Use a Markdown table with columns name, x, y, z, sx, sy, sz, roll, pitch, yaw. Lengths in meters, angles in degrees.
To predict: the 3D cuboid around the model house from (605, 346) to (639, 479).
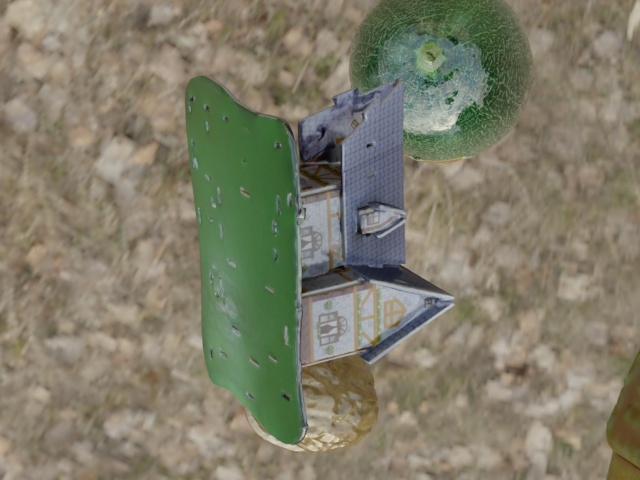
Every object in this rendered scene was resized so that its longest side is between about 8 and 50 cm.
| name | x | y | z | sx | sy | sz | roll | pitch | yaw |
| --- | --- | --- | --- | --- | --- | --- | --- | --- | --- |
| model house | 0.372 | 0.205 | 1.513 | 0.268 | 0.173 | 0.239 | 36 | 131 | 42 |

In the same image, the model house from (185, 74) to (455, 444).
| name | x | y | z | sx | sy | sz | roll | pitch | yaw |
| --- | --- | --- | --- | --- | --- | --- | --- | --- | --- |
| model house | 0.000 | 0.000 | 0.782 | 0.088 | 0.117 | 0.167 | -13 | 112 | -26 |

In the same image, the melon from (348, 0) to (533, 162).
| name | x | y | z | sx | sy | sz | roll | pitch | yaw |
| --- | --- | --- | --- | --- | --- | --- | --- | --- | --- |
| melon | 0.117 | -0.167 | 1.582 | 0.182 | 0.287 | 0.182 | 0 | 87 | 9 |

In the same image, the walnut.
| name | x | y | z | sx | sy | sz | roll | pitch | yaw |
| --- | --- | --- | --- | --- | --- | --- | --- | --- | --- |
| walnut | -0.008 | 0.103 | 1.097 | 0.096 | 0.079 | 0.083 | 19 | 101 | -23 |
